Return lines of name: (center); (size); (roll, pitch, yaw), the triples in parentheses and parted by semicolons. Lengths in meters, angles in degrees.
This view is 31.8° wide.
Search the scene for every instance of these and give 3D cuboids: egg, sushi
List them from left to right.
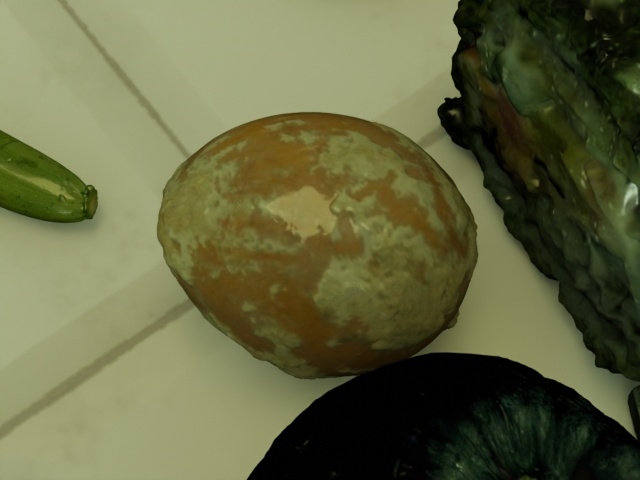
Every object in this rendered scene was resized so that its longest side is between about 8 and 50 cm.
egg: (0.000, 0.000, 0.841); (0.245, 0.203, 0.203); (16, 63, -15)
sushi: (0.237, -0.077, 0.818); (0.178, 0.294, 0.352); (-23, 57, -10)

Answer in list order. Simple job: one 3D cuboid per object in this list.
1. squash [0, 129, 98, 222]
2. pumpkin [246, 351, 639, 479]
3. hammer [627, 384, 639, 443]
squash: (-0.281, -0.064, 0.969); (0.201, 0.066, 0.066); (22, 67, 13)
pumpkin: (0.083, 0.219, 0.709); (0.315, 0.238, 0.315); (16, 40, -13)
hammer: (0.420, 0.142, 0.848); (0.366, 0.043, 0.111); (-8, 62, -3)
